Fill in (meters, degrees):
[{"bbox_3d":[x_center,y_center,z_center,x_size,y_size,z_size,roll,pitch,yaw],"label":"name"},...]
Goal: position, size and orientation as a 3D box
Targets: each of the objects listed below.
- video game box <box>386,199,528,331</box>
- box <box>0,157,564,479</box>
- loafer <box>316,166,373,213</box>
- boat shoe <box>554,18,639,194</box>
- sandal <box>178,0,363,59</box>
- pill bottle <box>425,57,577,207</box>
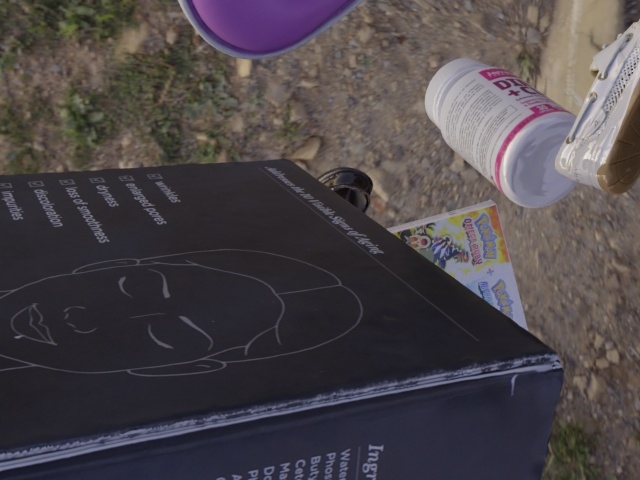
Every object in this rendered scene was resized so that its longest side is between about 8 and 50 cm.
[{"bbox_3d":[0.176,0.066,1.243,0.187,0.048,0.205,-16,99,2],"label":"video game box"},{"bbox_3d":[-0.149,0.141,0.763,0.472,0.480,0.297,-7,115,-25],"label":"box"},{"bbox_3d":[0.000,0.000,1.151,0.080,0.078,0.220,19,127,-23],"label":"loafer"},{"bbox_3d":[0.338,-0.186,0.980,0.096,0.098,0.277,21,77,45],"label":"boat shoe"},{"bbox_3d":[0.046,-0.247,0.529,0.169,0.102,0.416,21,132,-34],"label":"sandal"},{"bbox_3d":[0.294,-0.186,1.459,0.160,0.283,0.160,-13,126,-19],"label":"pill bottle"}]
